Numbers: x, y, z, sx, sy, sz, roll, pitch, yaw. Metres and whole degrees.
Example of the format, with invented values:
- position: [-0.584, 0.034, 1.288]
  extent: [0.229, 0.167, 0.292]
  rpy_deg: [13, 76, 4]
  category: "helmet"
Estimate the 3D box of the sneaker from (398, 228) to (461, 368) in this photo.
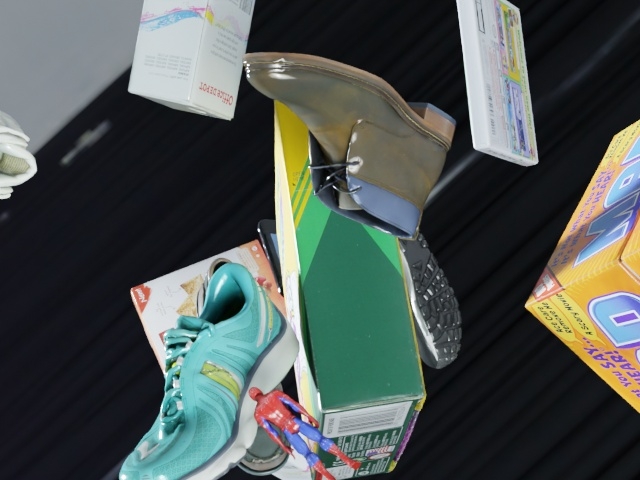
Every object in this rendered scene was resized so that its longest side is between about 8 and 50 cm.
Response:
- position: [0.095, 0.056, 1.798]
  extent: [0.107, 0.124, 0.283]
  rpy_deg: [-7, -110, -56]
  category: "sneaker"

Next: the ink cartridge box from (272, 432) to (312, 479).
- position: [-0.041, 0.313, 1.871]
  extent: [0.088, 0.052, 0.122]
  rpy_deg: [-7, 146, 41]
  category: "ink cartridge box"

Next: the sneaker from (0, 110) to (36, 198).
- position: [-0.388, -0.095, 1.487]
  extent: [0.169, 0.108, 0.292]
  rpy_deg: [22, -172, 18]
  category: "sneaker"

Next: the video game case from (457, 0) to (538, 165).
- position: [0.221, -0.207, 1.611]
  extent: [0.193, 0.023, 0.212]
  rpy_deg: [7, -105, -63]
  category: "video game case"

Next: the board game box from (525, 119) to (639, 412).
- position: [0.553, 0.021, 1.621]
  extent: [0.356, 0.356, 0.356]
  rpy_deg: [42, 143, -10]
  category: "board game box"

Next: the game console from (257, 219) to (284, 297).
- position: [0.000, 0.000, 1.641]
  extent: [0.124, 0.085, 0.144]
  rpy_deg: [4, -140, -23]
  category: "game console"

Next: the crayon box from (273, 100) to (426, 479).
- position: [0.018, 0.065, 1.356]
  extent: [0.363, 0.106, 0.313]
  rpy_deg: [95, 166, -69]
  category: "crayon box"

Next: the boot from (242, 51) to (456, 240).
- position: [0.021, -0.074, 1.017]
  extent: [0.219, 0.106, 0.082]
  rpy_deg: [18, 171, -39]
  category: "boot"

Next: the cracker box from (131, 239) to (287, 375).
- position: [-0.180, 0.114, 2.147]
  extent: [0.067, 0.232, 0.155]
  rpy_deg: [95, 151, -65]
  category: "cracker box"

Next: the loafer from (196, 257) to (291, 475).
- position: [-0.099, 0.144, 1.522]
  extent: [0.084, 0.096, 0.267]
  rpy_deg: [94, 161, -57]
  category: "loafer"

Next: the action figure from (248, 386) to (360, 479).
- position: [-0.019, 0.159, 1.068]
  extent: [0.115, 0.038, 0.030]
  rpy_deg: [40, 176, 24]
  category: "action figure"

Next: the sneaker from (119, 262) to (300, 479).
- position: [-0.111, 0.124, 1.136]
  extent: [0.110, 0.107, 0.275]
  rpy_deg: [65, -151, -25]
  category: "sneaker"

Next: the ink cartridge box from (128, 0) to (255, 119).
- position: [-0.126, -0.220, 1.308]
  extent: [0.072, 0.175, 0.127]
  rpy_deg: [11, 180, 15]
  category: "ink cartridge box"
